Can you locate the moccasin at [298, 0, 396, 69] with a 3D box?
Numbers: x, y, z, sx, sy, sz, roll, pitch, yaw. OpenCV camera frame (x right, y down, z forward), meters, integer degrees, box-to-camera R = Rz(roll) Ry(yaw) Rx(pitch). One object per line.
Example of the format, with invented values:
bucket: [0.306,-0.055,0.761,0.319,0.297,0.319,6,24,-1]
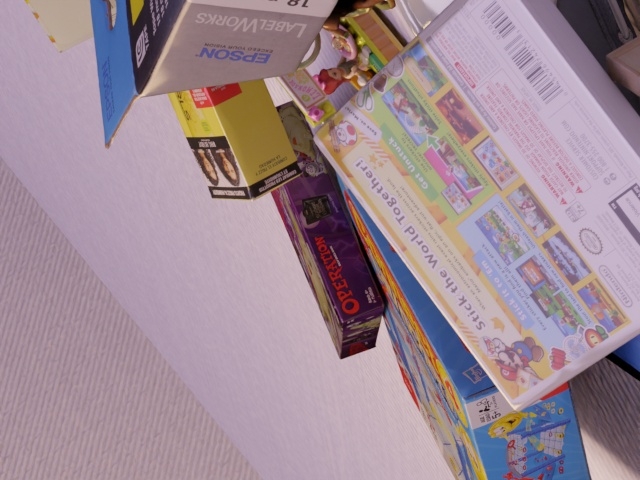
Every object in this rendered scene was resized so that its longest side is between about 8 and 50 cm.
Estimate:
moccasin: [0.007,-0.212,1.341,0.139,0.147,0.380,61,164,-18]

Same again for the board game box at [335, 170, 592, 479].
board game box: [0.132,0.111,1.602,0.308,0.086,0.302,-118,6,-46]

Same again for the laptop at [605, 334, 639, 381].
laptop: [0.192,0.055,1.335,0.234,0.264,0.136,36,113,50]

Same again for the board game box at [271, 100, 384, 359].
board game box: [0.000,0.000,1.808,0.347,0.056,0.208,86,166,-80]

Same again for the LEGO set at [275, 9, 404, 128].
LEGO set: [-0.011,-0.160,1.581,0.287,0.107,0.132,45,161,36]

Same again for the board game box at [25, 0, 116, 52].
board game box: [-0.242,-0.337,1.700,0.275,0.144,0.142,64,-179,32]

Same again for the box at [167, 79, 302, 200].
box: [-0.098,-0.150,1.596,0.087,0.058,0.232,7,122,61]

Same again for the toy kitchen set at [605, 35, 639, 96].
toy kitchen set: [0.203,-0.095,1.113,0.068,0.075,0.083,42,155,45]

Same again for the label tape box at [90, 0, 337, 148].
label tape box: [-0.059,-0.241,1.202,0.333,0.106,0.240,126,142,-54]

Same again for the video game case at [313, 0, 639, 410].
video game case: [0.120,-0.029,1.141,0.227,0.026,0.206,53,136,4]

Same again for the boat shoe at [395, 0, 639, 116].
boat shoe: [0.133,-0.143,1.164,0.116,0.099,0.319,-11,114,39]
